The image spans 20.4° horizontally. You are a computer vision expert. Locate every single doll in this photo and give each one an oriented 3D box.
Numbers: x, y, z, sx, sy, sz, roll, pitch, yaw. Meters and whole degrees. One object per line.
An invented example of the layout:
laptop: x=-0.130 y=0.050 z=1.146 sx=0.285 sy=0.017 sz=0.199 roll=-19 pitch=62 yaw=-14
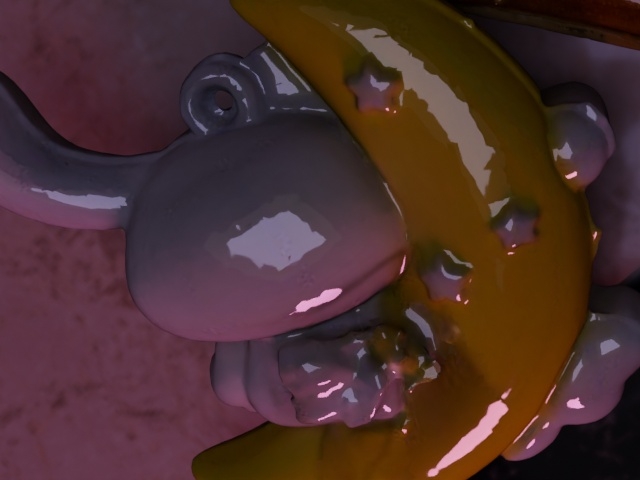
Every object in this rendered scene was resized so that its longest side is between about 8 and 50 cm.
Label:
doll: x=0.000 y=0.000 z=0.708 sx=0.252 sy=0.111 sz=0.237 roll=-18 pitch=114 yaw=21

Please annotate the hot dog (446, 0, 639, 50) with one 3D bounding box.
hot dog: x=0.116 y=-0.110 z=0.669 sx=0.188 sy=0.055 sz=0.072 roll=14 pitch=104 yaw=14
